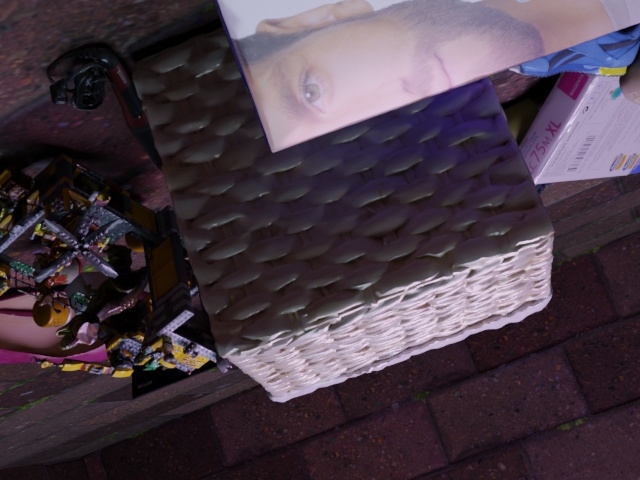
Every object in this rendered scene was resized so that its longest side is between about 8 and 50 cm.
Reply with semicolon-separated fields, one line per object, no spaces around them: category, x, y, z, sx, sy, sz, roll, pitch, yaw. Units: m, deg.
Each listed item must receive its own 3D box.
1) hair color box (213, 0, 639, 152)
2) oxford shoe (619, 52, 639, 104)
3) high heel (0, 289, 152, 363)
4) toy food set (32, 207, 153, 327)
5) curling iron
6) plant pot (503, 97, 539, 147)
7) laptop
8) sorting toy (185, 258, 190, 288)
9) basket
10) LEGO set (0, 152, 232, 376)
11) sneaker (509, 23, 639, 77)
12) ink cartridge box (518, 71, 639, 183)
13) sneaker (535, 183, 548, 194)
hair color box;0.088;-0.213;0.716;0.339;0.110;0.185;-19;138;0
oxford shoe;0.518;-0.232;1.323;0.147;0.140;0.397;-24;166;31
high heel;-0.396;0.129;1.435;0.377;0.127;0.181;-10;174;-24
toy food set;-0.274;0.024;1.238;0.232;0.111;0.104;-40;159;27
curling iron;-0.196;-0.124;0.954;0.068;0.035;0.274;-17;166;5
plant pot;0.286;-0.166;1.395;0.079;0.083;0.083;-35;163;10
laptop;-0.267;0.238;2.039;0.234;0.136;0.264;-21;166;6
sorting toy;-0.153;0.030;1.593;0.229;0.041;0.307;-14;165;-22
basket;0.033;-0.052;0.947;0.331;0.328;0.266;-20;164;2
LEGO set;-0.240;0.072;1.048;0.255;0.192;0.331;-32;136;15
sneaker;0.294;-0.244;1.146;0.209;0.069;0.082;-5;130;-23
ink cartridge box;0.432;-0.179;1.418;0.311;0.065;0.185;-5;133;-40
sneaker;0.322;-0.080;1.605;0.350;0.148;0.131;-13;165;-28
